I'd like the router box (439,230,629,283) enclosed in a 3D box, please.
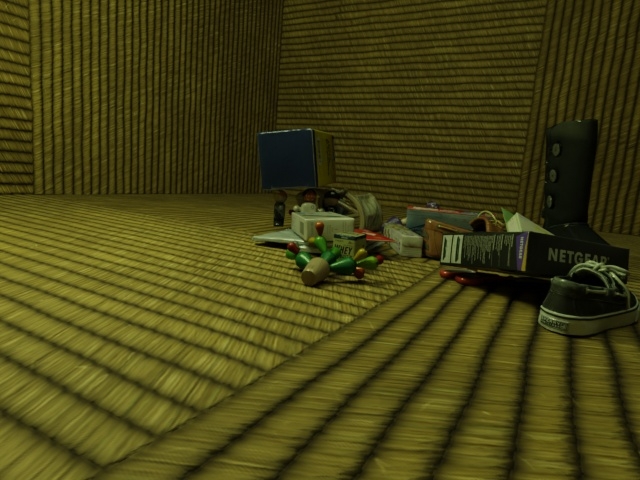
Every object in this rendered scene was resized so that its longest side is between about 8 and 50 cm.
[{"bbox_3d":[0.466,0.038,0.962,0.308,0.081,0.243,8,-3,-23],"label":"router box"}]

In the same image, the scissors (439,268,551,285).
[{"bbox_3d":[0.436,0.087,1.043,0.296,0.021,0.109,1,8,-14],"label":"scissors"}]

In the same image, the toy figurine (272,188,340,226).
[{"bbox_3d":[-0.054,-0.115,1.551,0.212,0.148,0.209,5,-1,37],"label":"toy figurine"}]

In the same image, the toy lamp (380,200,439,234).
[{"bbox_3d":[0.354,-0.082,1.702,0.274,0.080,0.080,-24,22,-27],"label":"toy lamp"}]

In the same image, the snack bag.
[{"bbox_3d":[0.000,0.000,1.326,0.342,0.037,0.323,5,8,19],"label":"snack bag"}]

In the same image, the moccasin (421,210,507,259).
[{"bbox_3d":[0.487,-0.015,1.307,0.379,0.147,0.139,4,9,-6],"label":"moccasin"}]

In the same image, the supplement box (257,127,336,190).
[{"bbox_3d":[-0.072,-0.292,1.578,0.194,0.196,0.356,-1,10,14],"label":"supplement box"}]

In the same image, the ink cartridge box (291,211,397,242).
[{"bbox_3d":[0.058,-0.045,1.294,0.260,0.066,0.296,0,8,-11],"label":"ink cartridge box"}]

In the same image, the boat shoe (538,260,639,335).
[{"bbox_3d":[0.493,0.091,0.783,0.306,0.105,0.113,-1,11,-34],"label":"boat shoe"}]

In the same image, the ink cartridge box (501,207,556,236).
[{"bbox_3d":[0.613,-0.019,1.236,0.171,0.056,0.235,31,36,-3],"label":"ink cartridge box"}]

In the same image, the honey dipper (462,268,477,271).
[{"bbox_3d":[0.372,0.061,1.158,0.030,0.031,0.161,4,7,-6],"label":"honey dipper"}]

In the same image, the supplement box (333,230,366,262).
[{"bbox_3d":[0.070,0.025,1.046,0.056,0.083,0.083,8,9,23],"label":"supplement box"}]

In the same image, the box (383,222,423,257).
[{"bbox_3d":[0.261,-0.007,1.410,0.067,0.063,0.324,3,9,-1],"label":"box"}]

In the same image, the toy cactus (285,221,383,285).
[{"bbox_3d":[0.014,0.040,0.924,0.218,0.112,0.180,16,22,17],"label":"toy cactus"}]

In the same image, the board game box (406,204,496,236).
[{"bbox_3d":[0.430,-0.038,1.456,0.281,0.145,0.027,8,36,18],"label":"board game box"}]

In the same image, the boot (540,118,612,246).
[{"bbox_3d":[0.792,-0.141,1.307,0.146,0.446,0.367,4,9,-7],"label":"boot"}]

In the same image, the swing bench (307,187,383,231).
[{"bbox_3d":[0.105,-0.123,1.742,0.254,0.166,0.253,9,9,23],"label":"swing bench"}]
